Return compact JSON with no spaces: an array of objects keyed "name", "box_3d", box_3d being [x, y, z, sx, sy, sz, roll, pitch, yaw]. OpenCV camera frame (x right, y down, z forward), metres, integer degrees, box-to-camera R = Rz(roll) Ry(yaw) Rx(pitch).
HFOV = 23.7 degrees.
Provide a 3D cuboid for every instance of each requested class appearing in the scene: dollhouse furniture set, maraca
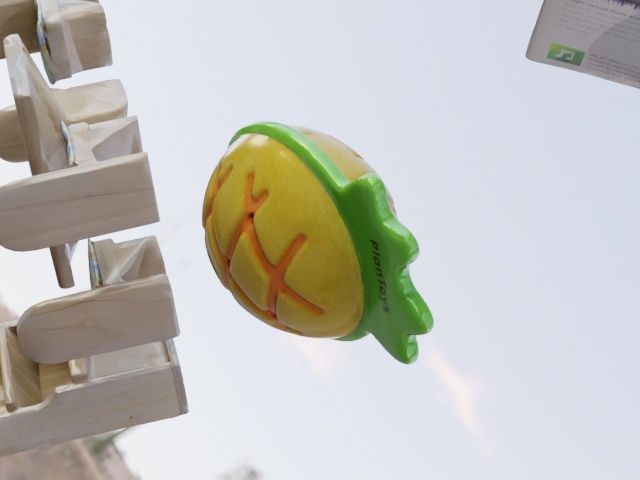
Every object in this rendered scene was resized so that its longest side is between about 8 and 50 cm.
[{"name":"dollhouse furniture set","box_3d":[-0.293,0.005,1.500,0.362,0.256,0.394,-114,-166,-52]},{"name":"maraca","box_3d":[0.000,0.000,0.818,0.185,0.099,0.127,25,-43,54]}]

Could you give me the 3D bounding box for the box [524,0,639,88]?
[{"name":"box","box_3d":[0.244,-0.154,0.780,0.232,0.059,0.322,16,-18,4]}]
